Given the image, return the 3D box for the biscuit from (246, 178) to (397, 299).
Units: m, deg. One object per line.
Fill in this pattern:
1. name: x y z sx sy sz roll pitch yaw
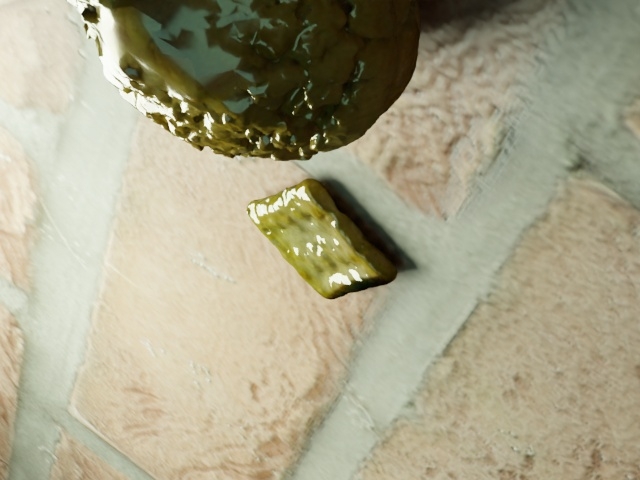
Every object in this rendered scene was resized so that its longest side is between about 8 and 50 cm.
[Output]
1. biscuit: 0.000 0.000 1.091 0.081 0.018 0.083 47 152 -13

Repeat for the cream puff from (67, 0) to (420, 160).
1. cream puff: -0.044 -0.113 0.855 0.189 0.129 0.189 27 150 17
